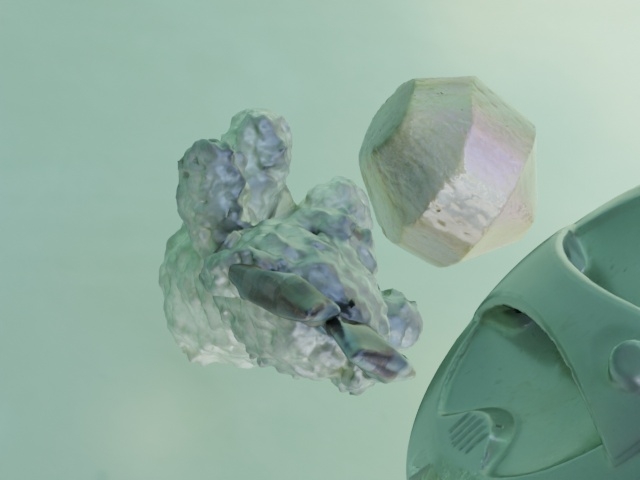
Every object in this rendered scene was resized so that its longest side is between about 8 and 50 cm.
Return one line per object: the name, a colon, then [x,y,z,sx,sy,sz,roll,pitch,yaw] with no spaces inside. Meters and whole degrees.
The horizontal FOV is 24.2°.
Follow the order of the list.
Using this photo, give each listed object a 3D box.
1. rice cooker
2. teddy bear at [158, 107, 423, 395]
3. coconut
rice cooker: [0.209,0.116,0.806,0.277,0.288,0.288,46,77,-17]
teddy bear: [0.000,0.000,1.517,0.327,0.362,0.375,42,56,-15]
coconut: [0.178,-0.087,1.984,0.259,0.259,0.259,-11,111,-31]
